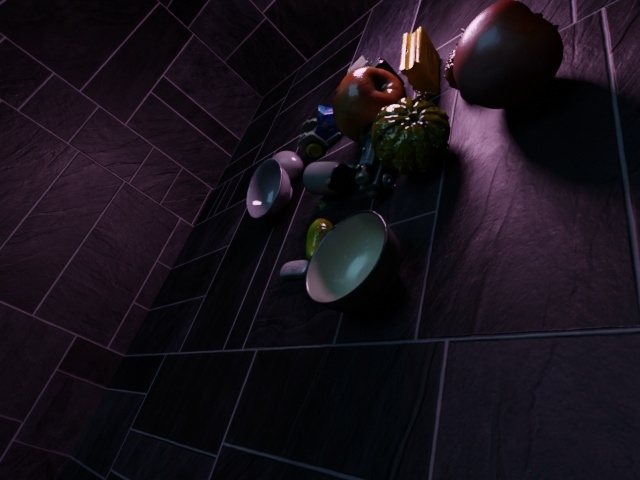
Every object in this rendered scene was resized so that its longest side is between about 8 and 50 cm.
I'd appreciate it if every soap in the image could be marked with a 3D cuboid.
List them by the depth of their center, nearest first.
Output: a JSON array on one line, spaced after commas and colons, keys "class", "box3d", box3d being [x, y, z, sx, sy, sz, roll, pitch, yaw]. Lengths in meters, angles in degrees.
[{"class": "soap", "box3d": [0.456, -0.801, 1.862, 0.096, 0.204, 0.325, -22, 42, 37]}]

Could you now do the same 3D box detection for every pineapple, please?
[{"class": "pineapple", "box3d": [0.610, -0.773, 1.666, 0.165, 0.165, 0.365, -12, 46, 49]}]

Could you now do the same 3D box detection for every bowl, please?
[{"class": "bowl", "box3d": [0.132, 0.094, 1.357, 0.353, 0.185, 0.354, -35, 33, 27]}, {"class": "bowl", "box3d": [-0.261, -0.272, 2.307, 0.345, 0.157, 0.346, -21, 62, 46]}]

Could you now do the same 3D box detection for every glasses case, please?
[{"class": "glasses case", "box3d": [-0.112, 0.128, 1.803, 0.197, 0.049, 0.076, -10, 50, 51]}]

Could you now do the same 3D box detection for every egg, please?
[{"class": "egg", "box3d": [-0.193, -0.436, 2.410, 0.231, 0.176, 0.176, 8, 64, 45]}]

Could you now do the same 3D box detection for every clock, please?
[{"class": "clock", "box3d": [0.260, -0.728, 2.023, 0.278, 0.273, 0.049, -38, 64, 24]}]

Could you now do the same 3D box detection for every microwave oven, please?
[{"class": "microwave oven", "box3d": [0.263, -0.861, 2.195, 0.129, 0.205, 0.163, -38, 33, 24]}]

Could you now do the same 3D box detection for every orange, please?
[{"class": "orange", "box3d": [0.340, -0.377, 1.529, 0.299, 0.223, 0.302, -21, 60, 3]}]

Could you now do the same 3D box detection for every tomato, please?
[{"class": "tomato", "box3d": [0.582, -0.578, 1.321, 0.321, 0.321, 0.322, -35, 33, 28]}]

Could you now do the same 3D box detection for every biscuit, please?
[{"class": "biscuit", "box3d": [0.003, -0.180, 2.012, 0.046, 0.016, 0.089, -48, 30, 8]}]

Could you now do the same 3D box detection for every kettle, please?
[{"class": "kettle", "box3d": [0.064, -0.304, 1.941, 0.221, 0.161, 0.236, -30, 21, -26]}]

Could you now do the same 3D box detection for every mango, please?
[{"class": "mango", "box3d": [0.000, 0.000, 1.725, 0.125, 0.111, 0.233, -39, 27, 36]}]

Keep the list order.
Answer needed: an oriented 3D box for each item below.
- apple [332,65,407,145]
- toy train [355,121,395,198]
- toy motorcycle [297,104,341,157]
[{"class": "apple", "box3d": [0.212, -0.591, 1.843, 0.305, 0.338, 0.339, 129, 161, -55]}, {"class": "toy train", "box3d": [0.225, -0.321, 1.673, 0.119, 0.194, 0.299, -14, 48, 46]}, {"class": "toy motorcycle", "box3d": [0.011, -0.645, 2.327, 0.326, 0.199, 0.191, -34, 34, 33]}]
